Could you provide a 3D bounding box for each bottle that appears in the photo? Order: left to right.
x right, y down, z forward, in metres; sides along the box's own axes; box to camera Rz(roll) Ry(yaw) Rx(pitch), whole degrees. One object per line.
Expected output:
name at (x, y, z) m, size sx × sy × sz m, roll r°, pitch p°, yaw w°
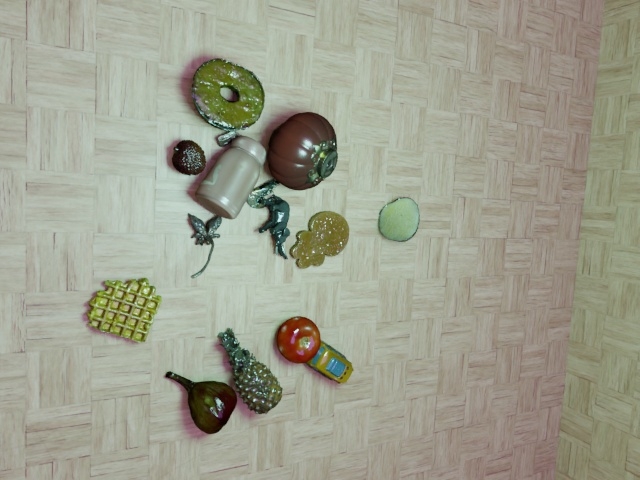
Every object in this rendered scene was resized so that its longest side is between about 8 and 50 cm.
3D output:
bottle at (-0.330, -0.248, 1.814) m, size 0.206 × 0.173 × 0.297 m, roll 28°, pitch 75°, yaw 1°

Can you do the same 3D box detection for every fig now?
fig at (-0.451, 0.605, 1.852) m, size 0.290 × 0.190 × 0.191 m, roll 32°, pitch 81°, yaw -28°

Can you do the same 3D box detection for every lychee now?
lychee at (-0.469, -0.291, 1.765) m, size 0.123 × 0.123 × 0.129 m, roll -56°, pitch 150°, yaw -11°

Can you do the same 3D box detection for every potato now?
potato at (0.364, -0.080, 2.222) m, size 0.117 × 0.182 × 0.203 m, roll 39°, pitch 54°, yaw -63°

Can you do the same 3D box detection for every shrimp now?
shrimp at (-0.218, -0.184, 1.958) m, size 0.160 × 0.034 × 0.091 m, roll -33°, pitch 122°, yaw -14°

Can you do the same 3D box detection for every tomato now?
tomato at (-0.091, 0.406, 2.033) m, size 0.194 × 0.136 × 0.195 m, roll -2°, pitch 94°, yaw -27°

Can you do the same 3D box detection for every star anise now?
star anise at (-0.420, 0.005, 1.777) m, size 0.219 × 0.227 × 0.148 m, roll -49°, pitch 122°, yaw -2°

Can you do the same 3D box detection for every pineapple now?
pineapple at (-0.291, 0.510, 1.944) m, size 0.175 × 0.175 × 0.361 m, roll -35°, pitch 98°, yaw -20°

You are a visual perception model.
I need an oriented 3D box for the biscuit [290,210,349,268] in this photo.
biscuit at (0.000, 0.000, 2.084) m, size 0.288 × 0.044 × 0.202 m, roll -43°, pitch 112°, yaw -15°

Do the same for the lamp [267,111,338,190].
lamp at (-0.066, -0.337, 1.880) m, size 0.303 × 0.256 × 0.303 m, roll -46°, pitch 154°, yaw -30°

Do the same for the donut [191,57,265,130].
donut at (-0.341, -0.519, 1.797) m, size 0.271 × 0.107 × 0.273 m, roll -1°, pitch 91°, yaw -27°

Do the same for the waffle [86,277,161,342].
waffle at (-0.686, 0.225, 1.745) m, size 0.229 × 0.057 × 0.219 m, roll 26°, pitch 84°, yaw -27°

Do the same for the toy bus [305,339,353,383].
toy bus at (0.041, 0.525, 2.116) m, size 0.209 × 0.136 × 0.126 m, roll 39°, pitch 78°, yaw -27°

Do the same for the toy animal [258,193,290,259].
toy animal at (-0.174, -0.048, 1.948) m, size 0.137 × 0.082 × 0.270 m, roll -13°, pitch 103°, yaw -57°
